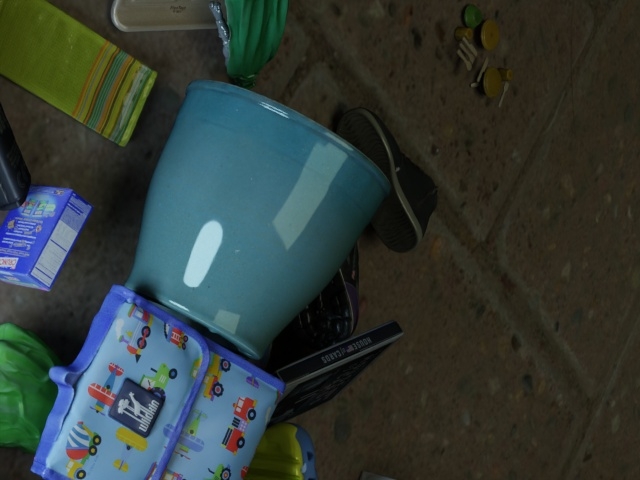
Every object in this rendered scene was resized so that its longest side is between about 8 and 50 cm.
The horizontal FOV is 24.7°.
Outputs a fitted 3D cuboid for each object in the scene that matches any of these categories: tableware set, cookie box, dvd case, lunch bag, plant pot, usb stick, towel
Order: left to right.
[{"bbox_3d":[-0.366,-0.161,1.508,0.077,0.045,0.278,-92,166,-61],"label":"usb stick"},{"bbox_3d":[-0.308,-0.004,1.582,0.040,0.091,0.107,41,67,-41],"label":"cookie box"},{"bbox_3d":[-0.281,-0.197,1.631,0.237,0.021,0.102,31,72,-47],"label":"towel"},{"bbox_3d":[-0.205,0.195,1.648,0.293,0.138,0.221,40,69,-48],"label":"lunch bag"},{"bbox_3d":[-0.093,-0.009,1.712,0.271,0.271,0.255,38,76,-46],"label":"plant pot"},{"bbox_3d":[-0.017,0.189,1.910,0.238,0.179,0.030,-18,68,-46],"label":"dvd case"},{"bbox_3d":[0.249,-0.284,2.228,0.154,0.024,0.104,43,62,-43],"label":"tableware set"}]

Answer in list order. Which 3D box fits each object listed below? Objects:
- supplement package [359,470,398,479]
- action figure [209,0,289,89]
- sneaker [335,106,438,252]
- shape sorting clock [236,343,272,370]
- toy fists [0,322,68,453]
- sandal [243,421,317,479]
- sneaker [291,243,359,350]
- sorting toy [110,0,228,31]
[{"bbox_3d":[0.131,0.493,2.094,0.145,0.204,0.262,36,70,-47],"label":"supplement package"},{"bbox_3d":[-0.084,-0.277,1.761,0.137,0.063,0.232,-30,144,-35],"label":"action figure"},{"bbox_3d":[0.093,-0.103,2.053,0.222,0.083,0.118,67,31,-23],"label":"sneaker"},{"bbox_3d":[-0.132,0.122,1.847,0.206,0.040,0.206,-12,106,-48],"label":"shape sorting clock"},{"bbox_3d":[-0.366,0.223,1.556,0.279,0.096,0.142,-68,150,-17],"label":"toy fists"},{"bbox_3d":[-0.050,0.386,1.940,0.138,0.126,0.317,-14,116,-50],"label":"sandal"},{"bbox_3d":[0.000,0.000,1.957,0.124,0.107,0.283,-19,107,-75],"label":"sneaker"},{"bbox_3d":[-0.149,-0.346,1.704,0.193,0.038,0.208,-12,130,-48],"label":"sorting toy"}]
